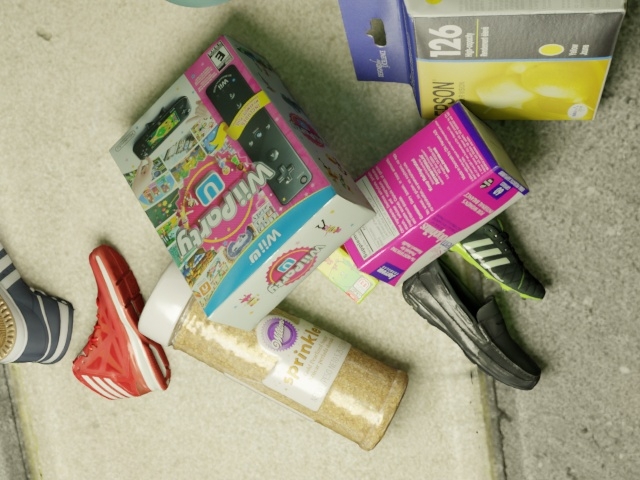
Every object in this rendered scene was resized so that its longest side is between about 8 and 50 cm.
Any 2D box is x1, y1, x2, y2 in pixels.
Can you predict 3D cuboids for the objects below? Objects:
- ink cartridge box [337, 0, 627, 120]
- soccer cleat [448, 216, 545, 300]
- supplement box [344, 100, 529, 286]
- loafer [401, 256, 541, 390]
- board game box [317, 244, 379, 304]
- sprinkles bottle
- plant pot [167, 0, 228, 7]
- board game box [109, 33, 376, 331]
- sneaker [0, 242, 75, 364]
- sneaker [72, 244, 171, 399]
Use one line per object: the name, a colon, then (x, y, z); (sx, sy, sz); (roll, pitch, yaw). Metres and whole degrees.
ink cartridge box: (0.181, -0.219, 1.322); (0.307, 0.303, 0.072); (-2, 75, 7)
soccer cleat: (0.227, 0.012, 1.483); (0.179, 0.060, 0.072); (36, 103, 3)
supplement box: (0.132, -0.054, 1.431); (0.220, 0.111, 0.114); (-36, 61, 18)
loafer: (0.208, 0.109, 1.496); (0.223, 0.076, 0.078); (41, 112, 2)
board game box: (0.000, 0.000, 1.495); (0.181, 0.092, 0.043); (41, 103, -1)
sprinkles bottle: (-0.063, 0.150, 1.521); (0.355, 0.121, 0.121); (28, 104, 1)
plant pot: (-0.155, -0.398, 1.366); (0.290, 0.290, 0.195); (-5, 138, 9)
board game box: (-0.104, -0.075, 1.415); (0.224, 0.097, 0.303); (-44, 58, 14)
sneaker: (-0.443, 0.057, 1.579); (0.099, 0.153, 0.282); (-38, 64, 16)
sneaker: (-0.304, 0.124, 1.569); (0.128, 0.087, 0.221); (-19, 97, 10)
